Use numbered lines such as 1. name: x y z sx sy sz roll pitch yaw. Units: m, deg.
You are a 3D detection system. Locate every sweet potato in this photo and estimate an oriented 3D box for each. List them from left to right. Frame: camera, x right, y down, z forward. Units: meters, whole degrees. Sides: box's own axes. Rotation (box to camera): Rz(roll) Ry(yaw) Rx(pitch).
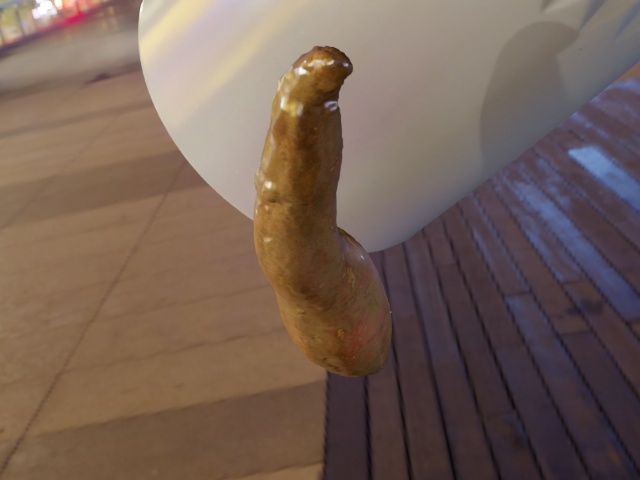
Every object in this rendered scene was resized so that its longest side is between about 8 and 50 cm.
1. sweet potato: 0.000 0.000 0.430 0.050 0.214 0.050 -4 57 7

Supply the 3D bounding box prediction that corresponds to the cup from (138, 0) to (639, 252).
1. cup: 0.077 -0.169 0.631 0.253 0.253 0.371 -30 -4 -44
